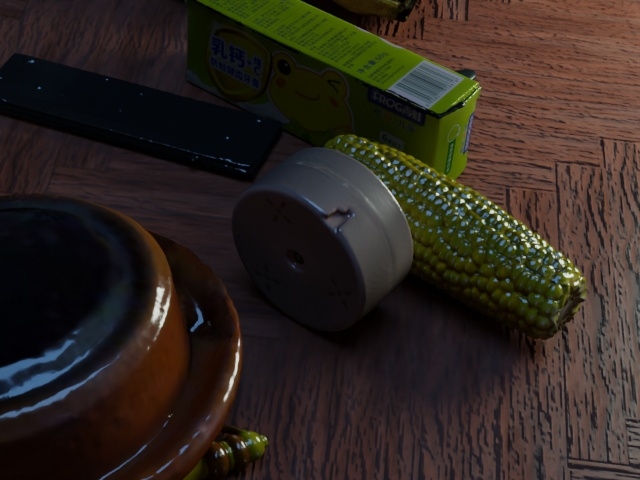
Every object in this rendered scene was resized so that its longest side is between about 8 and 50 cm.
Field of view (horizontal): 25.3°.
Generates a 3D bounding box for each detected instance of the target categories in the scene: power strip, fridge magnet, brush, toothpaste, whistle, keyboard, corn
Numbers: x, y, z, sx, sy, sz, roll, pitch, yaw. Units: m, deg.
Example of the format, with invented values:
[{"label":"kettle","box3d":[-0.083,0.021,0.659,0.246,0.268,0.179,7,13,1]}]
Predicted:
[{"label":"power strip","box3d":[0.000,0.000,1.242,0.154,0.154,0.078,30,50,25]},{"label":"fridge magnet","box3d":[-0.240,0.094,1.093,0.363,0.155,0.363,-4,39,3]},{"label":"brush","box3d":[0.135,-0.173,1.554,0.083,0.008,0.024,-20,49,-25]},{"label":"toothpaste","box3d":[0.006,-0.162,1.453,0.327,0.110,0.077,28,48,24]},{"label":"whistle","box3d":[-0.095,0.175,1.125,0.109,0.057,0.046,-18,90,-36]},{"label":"keyboard","box3d":[-0.199,-0.129,1.464,0.310,0.018,0.101,15,41,11]},{"label":"corn","box3d":[0.102,-0.014,1.303,0.310,0.101,0.101,27,46,26]}]

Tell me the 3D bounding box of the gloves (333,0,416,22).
[{"label":"gloves","box3d":[-0.036,-0.352,1.632,0.356,0.155,0.203,10,38,10]}]
